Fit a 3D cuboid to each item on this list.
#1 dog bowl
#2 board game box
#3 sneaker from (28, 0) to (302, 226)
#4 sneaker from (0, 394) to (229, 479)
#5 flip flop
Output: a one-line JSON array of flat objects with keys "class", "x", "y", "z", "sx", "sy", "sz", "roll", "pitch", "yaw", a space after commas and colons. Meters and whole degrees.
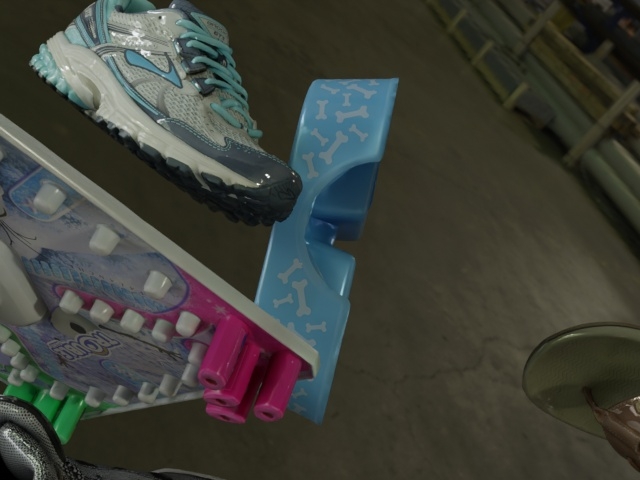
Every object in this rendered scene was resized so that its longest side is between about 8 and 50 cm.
[{"class": "dog bowl", "x": 0.000, "y": 0.000, "z": 0.710, "sx": 0.074, "sy": 0.297, "sz": 0.166, "roll": 12, "pitch": -10, "yaw": 2}, {"class": "board game box", "x": -0.258, "y": 0.026, "z": 0.575, "sx": 0.390, "sy": 0.389, "sz": 0.050, "roll": 40, "pitch": 54, "yaw": -24}, {"class": "sneaker", "x": -0.106, "y": -0.116, "z": 0.624, "sx": 0.283, "sy": 0.122, "sz": 0.110, "roll": 36, "pitch": -4, "yaw": 33}, {"class": "sneaker", "x": -0.119, "y": 0.153, "z": 0.441, "sx": 0.268, "sy": 0.153, "sz": 0.101, "roll": 8, "pitch": 59, "yaw": -13}, {"class": "flip flop", "x": 0.295, "y": 0.159, "z": 0.685, "sx": 0.277, "sy": 0.112, "sz": 0.080, "roll": 30, "pitch": 28, "yaw": 23}]
